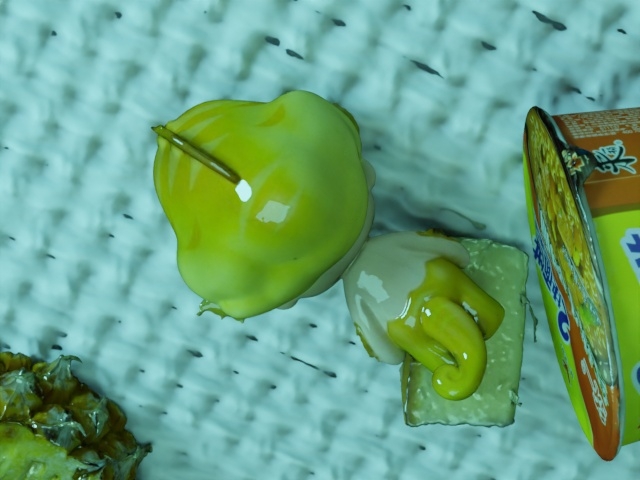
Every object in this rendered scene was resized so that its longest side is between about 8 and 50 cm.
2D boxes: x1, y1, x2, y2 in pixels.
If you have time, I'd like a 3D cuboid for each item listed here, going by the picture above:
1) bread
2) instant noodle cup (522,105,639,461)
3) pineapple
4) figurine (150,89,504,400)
[{"bbox_3d":[0.099,0.057,0.872,0.084,0.080,0.109,5,122,-2],"label":"bread"},{"bbox_3d":[0.224,0.008,0.775,0.174,0.213,0.213,-12,119,1],"label":"instant noodle cup"},{"bbox_3d":[-0.204,0.138,0.943,0.233,0.079,0.135,34,125,-21],"label":"pineapple"},{"bbox_3d":[0.000,0.000,0.814,0.246,0.131,0.156,31,88,-10],"label":"figurine"}]
